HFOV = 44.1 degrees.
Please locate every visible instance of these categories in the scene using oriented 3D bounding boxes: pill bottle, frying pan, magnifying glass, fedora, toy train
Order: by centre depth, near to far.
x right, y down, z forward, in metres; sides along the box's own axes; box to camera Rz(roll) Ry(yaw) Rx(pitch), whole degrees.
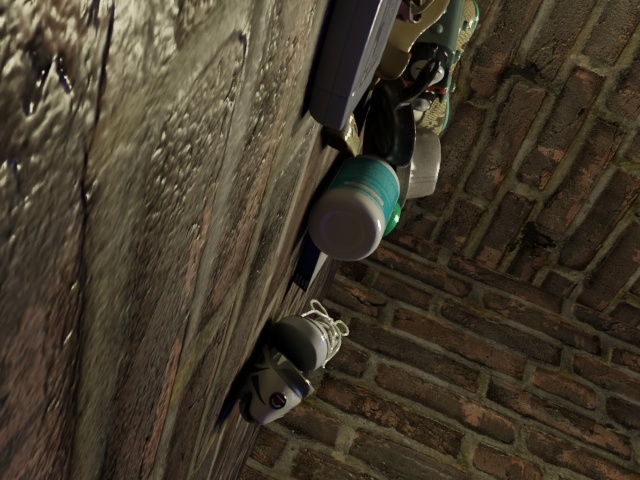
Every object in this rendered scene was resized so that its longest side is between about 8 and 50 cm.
[{"bbox_3d":[0.160,-0.237,1.537,0.326,0.053,0.197,-158,-121,-76],"label":"frying pan"},{"bbox_3d":[0.076,-0.081,1.584,0.264,0.146,0.146,-61,172,-56],"label":"pill bottle"},{"bbox_3d":[0.242,-0.444,1.687,0.190,0.142,0.333,92,12,-64],"label":"toy train"},{"bbox_3d":[0.108,-0.074,1.740,0.092,0.026,0.231,-54,-152,6],"label":"magnifying glass"},{"bbox_3d":[0.192,-0.187,1.788,0.275,0.124,0.243,-118,-151,-62],"label":"fedora"}]

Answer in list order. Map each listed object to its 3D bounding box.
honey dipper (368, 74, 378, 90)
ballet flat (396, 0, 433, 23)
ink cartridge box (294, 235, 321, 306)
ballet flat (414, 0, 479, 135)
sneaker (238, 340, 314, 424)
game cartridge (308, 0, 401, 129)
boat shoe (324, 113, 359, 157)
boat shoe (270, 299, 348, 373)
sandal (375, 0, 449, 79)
[{"bbox_3d":[0.129,-0.358,1.592,0.160,0.031,0.030,-59,172,-33],"label":"honey dipper"},{"bbox_3d":[0.151,-0.409,1.216,0.221,0.079,0.076,99,15,-72],"label":"ballet flat"},{"bbox_3d":[0.000,0.000,1.747,0.224,0.045,0.223,-62,174,-48],"label":"ink cartridge box"},{"bbox_3d":[0.263,-0.436,2.044,0.182,0.164,0.482,-19,151,-18],"label":"ballet flat"},{"bbox_3d":[-0.111,0.296,1.604,0.146,0.122,0.330,-43,-179,-7],"label":"sneaker"},{"bbox_3d":[0.061,-0.285,0.932,0.196,0.060,0.294,-68,178,-48],"label":"game cartridge"},{"bbox_3d":[0.039,-0.171,1.265,0.048,0.056,0.153,-62,168,-3],"label":"boat shoe"},{"bbox_3d":[-0.012,0.215,1.739,0.156,0.135,0.367,-35,169,-20],"label":"boat shoe"},{"bbox_3d":[0.159,-0.415,1.502,0.240,0.088,0.079,-60,-153,-2],"label":"sandal"}]
